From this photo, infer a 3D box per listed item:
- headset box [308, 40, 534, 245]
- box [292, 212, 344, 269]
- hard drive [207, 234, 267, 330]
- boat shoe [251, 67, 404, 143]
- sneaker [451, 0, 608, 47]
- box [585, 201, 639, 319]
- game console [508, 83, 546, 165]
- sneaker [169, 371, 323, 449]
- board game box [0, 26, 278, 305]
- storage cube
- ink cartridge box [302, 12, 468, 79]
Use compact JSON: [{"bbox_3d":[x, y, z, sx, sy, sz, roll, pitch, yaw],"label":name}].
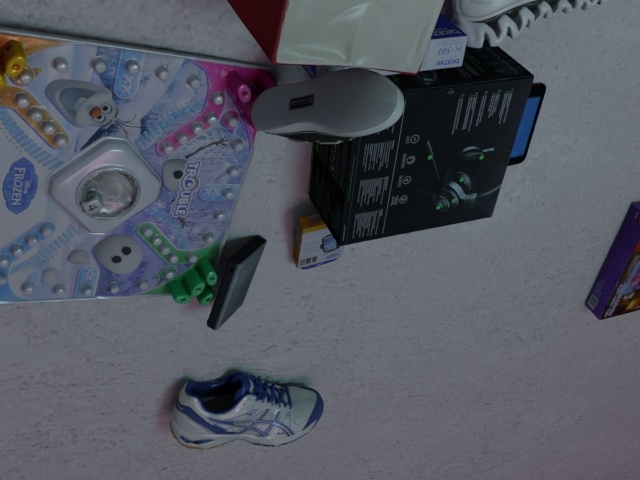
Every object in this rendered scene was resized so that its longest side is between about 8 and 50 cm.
[{"bbox_3d":[0.143,-0.145,1.018,0.283,0.131,0.246,-11,133,-19],"label":"headset box"},{"bbox_3d":[0.000,0.000,1.130,0.081,0.028,0.136,-14,153,-16],"label":"box"},{"bbox_3d":[-0.131,0.066,1.105,0.094,0.022,0.135,-47,164,-57],"label":"hard drive"},{"bbox_3d":[0.016,-0.154,0.844,0.070,0.219,0.078,18,82,-48],"label":"boat shoe"},{"bbox_3d":[0.305,-0.360,0.936,0.292,0.110,0.118,-25,127,-6],"label":"sneaker"},{"bbox_3d":[0.714,0.035,1.528,0.200,0.057,0.293,-11,133,-20],"label":"box"},{"bbox_3d":[0.313,-0.163,1.114,0.085,0.124,0.144,5,123,-3],"label":"game console"},{"bbox_3d":[-0.122,0.303,1.299,0.296,0.112,0.131,-4,130,-26],"label":"sneaker"},{"bbox_3d":[-0.272,-0.060,0.913,0.390,0.050,0.390,0,127,-33],"label":"board game box"},{"bbox_3d":[0.019,-0.307,0.765,0.183,0.193,0.215,-2,128,-26],"label":"storage cube"},{"bbox_3d":[0.073,-0.253,0.910,0.207,0.097,0.046,-11,132,-18],"label":"ink cartridge box"}]
